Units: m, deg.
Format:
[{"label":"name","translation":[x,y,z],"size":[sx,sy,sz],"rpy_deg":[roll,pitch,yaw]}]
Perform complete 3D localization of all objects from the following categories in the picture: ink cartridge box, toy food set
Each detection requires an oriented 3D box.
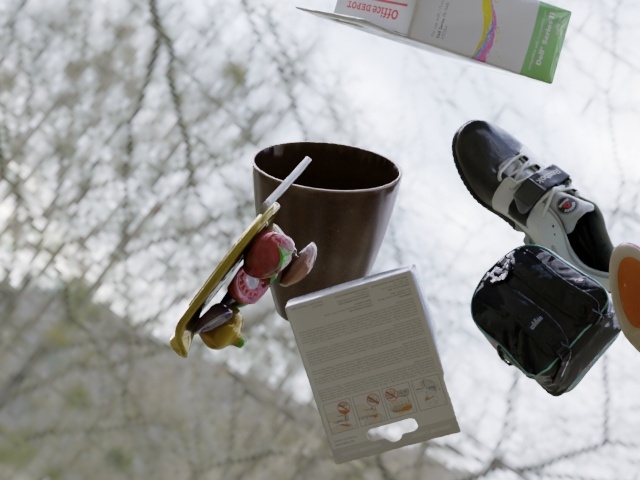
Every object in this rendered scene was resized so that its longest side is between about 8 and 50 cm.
[{"label":"ink cartridge box","translation":[0.164,-0.337,2.356],"size":[0.353,0.119,0.207],"rpy_deg":[12,6,-35]},{"label":"toy food set","translation":[-0.061,0.037,1.542],"size":[0.071,0.218,0.128],"rpy_deg":[38,26,1]},{"label":"ink cartridge box","translation":[0.072,0.161,2.117],"size":[0.056,0.181,0.225],"rpy_deg":[-42,115,-74]}]

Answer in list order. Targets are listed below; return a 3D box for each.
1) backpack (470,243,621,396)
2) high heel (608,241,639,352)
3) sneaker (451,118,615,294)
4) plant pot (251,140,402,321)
[{"label":"backpack","translation":[0.305,0.105,2.205],"size":[0.188,0.166,0.144],"rpy_deg":[40,-1,35]},{"label":"high heel","translation":[0.408,0.105,1.817],"size":[0.244,0.082,0.117],"rpy_deg":[56,26,8]},{"label":"sneaker","translation":[0.331,-0.059,2.351],"size":[0.330,0.122,0.146],"rpy_deg":[48,-23,-1]},{"label":"plant pot","translation":[0.000,0.000,2.320],"size":[0.215,0.215,0.230],"rpy_deg":[22,-64,37]}]
